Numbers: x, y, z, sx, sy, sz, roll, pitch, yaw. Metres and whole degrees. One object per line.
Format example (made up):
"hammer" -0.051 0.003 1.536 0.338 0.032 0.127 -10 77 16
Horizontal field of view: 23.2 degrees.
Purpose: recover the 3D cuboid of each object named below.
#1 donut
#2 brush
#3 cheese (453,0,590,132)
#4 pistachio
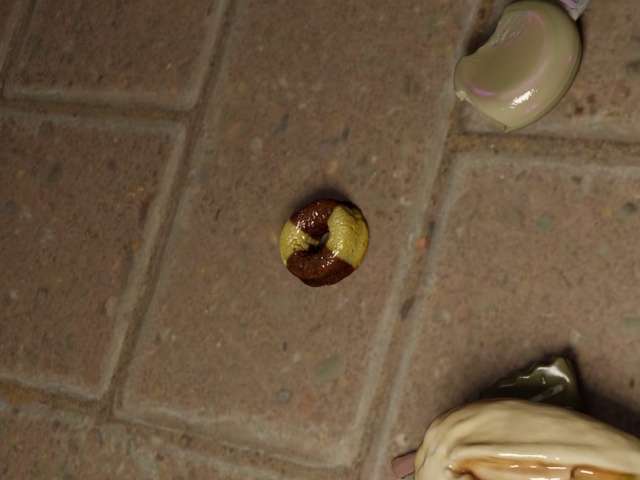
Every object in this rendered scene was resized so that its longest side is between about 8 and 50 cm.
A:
"donut" 0.000 0.000 2.274 0.140 0.059 0.140 -12 69 34
"brush" 0.207 0.241 2.024 0.301 0.071 0.084 -31 60 30
"cheese" 0.307 -0.284 2.143 0.163 0.082 0.286 40 96 38
"pistachio" 0.260 0.291 1.870 0.318 0.214 0.193 7 86 20
